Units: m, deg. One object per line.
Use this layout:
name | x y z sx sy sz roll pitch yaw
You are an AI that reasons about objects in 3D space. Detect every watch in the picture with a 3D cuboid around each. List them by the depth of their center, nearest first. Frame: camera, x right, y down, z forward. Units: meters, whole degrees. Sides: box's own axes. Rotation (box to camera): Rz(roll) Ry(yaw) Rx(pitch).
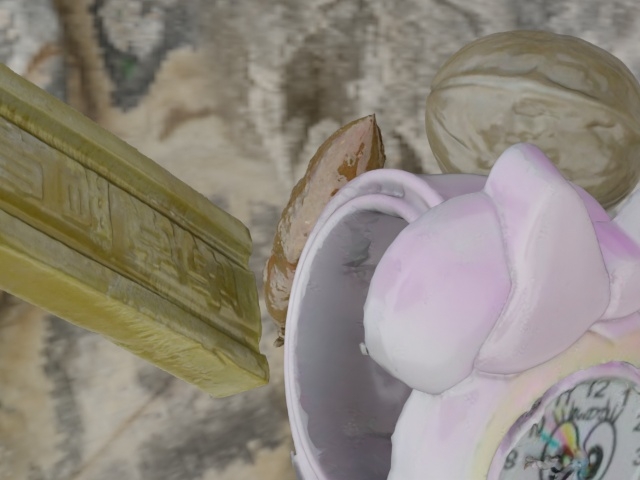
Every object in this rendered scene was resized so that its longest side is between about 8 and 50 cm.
watch | 0.070 0.043 0.936 0.217 0.211 0.248 39 123 53

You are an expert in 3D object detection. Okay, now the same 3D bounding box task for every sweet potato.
sweet potato | 0.000 0.000 1.249 0.068 0.060 0.206 46 135 21

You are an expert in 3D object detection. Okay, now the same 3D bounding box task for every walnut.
walnut | 0.158 -0.082 1.374 0.162 0.140 0.140 9 98 20

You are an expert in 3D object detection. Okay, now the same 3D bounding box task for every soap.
soap | -0.104 -0.004 0.866 0.037 0.252 0.092 -21 61 22
